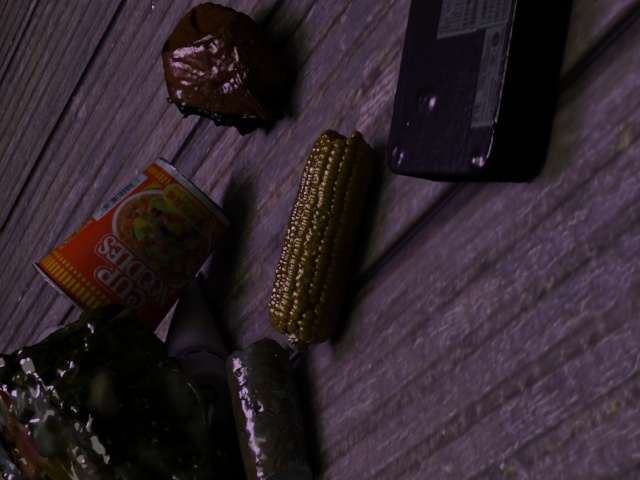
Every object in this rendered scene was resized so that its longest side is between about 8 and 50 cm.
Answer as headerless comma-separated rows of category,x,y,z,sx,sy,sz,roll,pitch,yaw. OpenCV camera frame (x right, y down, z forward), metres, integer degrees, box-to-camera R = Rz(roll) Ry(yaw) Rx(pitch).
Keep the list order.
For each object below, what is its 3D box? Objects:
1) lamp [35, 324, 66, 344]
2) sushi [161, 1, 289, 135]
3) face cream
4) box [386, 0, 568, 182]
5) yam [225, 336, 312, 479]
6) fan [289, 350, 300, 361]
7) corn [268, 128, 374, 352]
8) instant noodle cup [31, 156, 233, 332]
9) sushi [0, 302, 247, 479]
lamp,-0.390,0.223,2.261,0.246,0.108,0.179,-16,71,63
sushi,-0.130,-0.212,1.815,0.149,0.140,0.287,-42,24,-7
face cream,-0.167,0.144,1.814,0.314,0.089,0.143,-129,55,-69
box,0.146,-0.225,1.265,0.211,0.058,0.350,-175,94,-66
yam,-0.054,0.193,1.527,0.078,0.078,0.179,-58,34,41
fan,-0.054,0.157,1.632,0.175,0.005,0.113,129,143,-49
corn,0.000,0.000,1.484,0.080,0.080,0.238,-152,73,-66
instant noodle cup,-0.226,0.014,1.831,0.212,0.193,0.193,-49,23,-6
sushi,-0.229,0.249,1.622,0.352,0.178,0.294,54,144,13
